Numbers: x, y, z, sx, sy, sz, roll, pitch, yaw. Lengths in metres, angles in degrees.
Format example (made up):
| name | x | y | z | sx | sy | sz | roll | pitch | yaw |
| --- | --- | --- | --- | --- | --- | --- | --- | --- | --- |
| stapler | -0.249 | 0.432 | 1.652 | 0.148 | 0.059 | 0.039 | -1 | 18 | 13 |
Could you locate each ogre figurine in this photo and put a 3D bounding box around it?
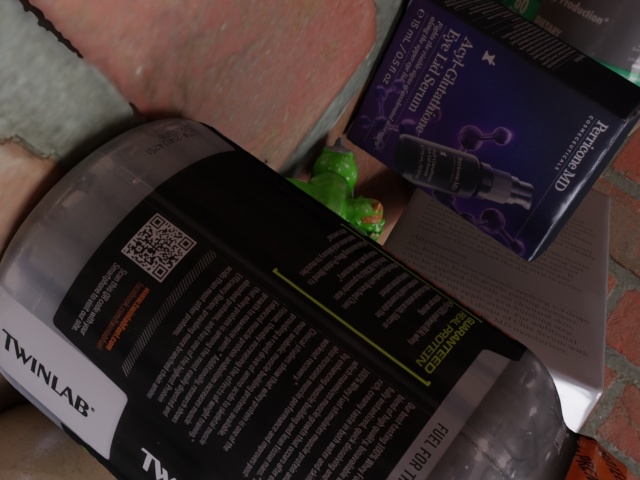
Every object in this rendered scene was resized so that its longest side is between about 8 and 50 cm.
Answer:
| name | x | y | z | sx | sy | sz | roll | pitch | yaw |
| --- | --- | --- | --- | --- | --- | --- | --- | --- | --- |
| ogre figurine | 0.000 | 0.000 | 0.716 | 0.197 | 0.097 | 0.118 | -51 | 158 | -37 |

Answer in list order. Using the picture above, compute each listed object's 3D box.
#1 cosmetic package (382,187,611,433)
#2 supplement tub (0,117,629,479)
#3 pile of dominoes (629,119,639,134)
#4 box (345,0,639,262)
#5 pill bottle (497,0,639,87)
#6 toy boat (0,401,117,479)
| name | x | y | z | sx | sy | sz | roll | pitch | yaw |
| --- | --- | --- | --- | --- | --- | --- | --- | --- | --- |
| cosmetic package | 0.181 | 0.052 | 0.936 | 0.453 | 0.230 | 0.161 | -52 | 165 | -58 |
| supplement tub | -0.010 | 0.088 | 0.466 | 0.193 | 0.316 | 0.193 | -48 | 163 | -20 |
| pile of dominoes | 0.234 | -0.120 | 0.966 | 0.251 | 0.040 | 0.196 | -8 | -163 | 43 |
| box | 0.153 | -0.109 | 0.736 | 0.108 | 0.207 | 0.153 | -34 | 154 | -53 |
| pill bottle | 0.333 | -0.333 | 0.805 | 0.204 | 0.204 | 0.361 | -36 | 156 | -50 |
| toy boat | -0.162 | 0.257 | 0.515 | 0.148 | 0.267 | 0.318 | -21 | -141 | 24 |
